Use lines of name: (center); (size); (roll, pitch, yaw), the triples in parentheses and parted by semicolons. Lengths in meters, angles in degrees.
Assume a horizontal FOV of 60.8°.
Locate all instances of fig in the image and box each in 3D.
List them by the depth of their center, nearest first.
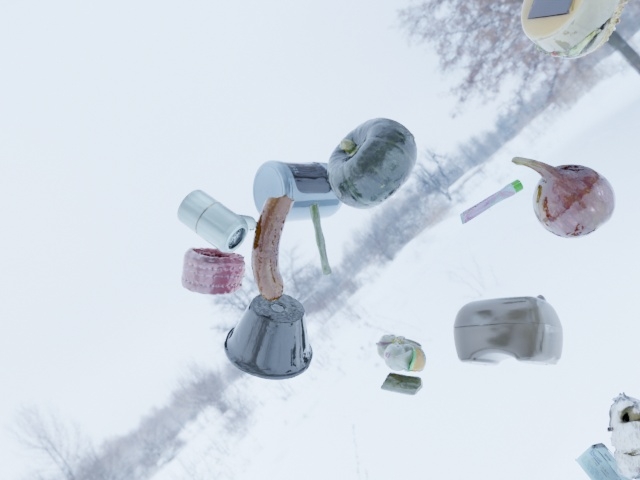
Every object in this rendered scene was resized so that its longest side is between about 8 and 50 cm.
fig: (0.535, -0.106, 1.198); (0.175, 0.207, 0.175); (-34, 26, 19)

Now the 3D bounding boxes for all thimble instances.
thimble: (-0.342, 0.093, 1.712); (0.190, 0.163, 0.124); (5, -79, -37)

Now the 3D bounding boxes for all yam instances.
yam: (0.280, 0.492, 1.869); (0.147, 0.069, 0.070); (4, 16, 24)

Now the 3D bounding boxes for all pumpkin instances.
pumpkin: (0.150, -0.243, 1.673); (0.300, 0.207, 0.300); (-38, 27, 23)

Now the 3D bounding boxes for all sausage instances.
sausage: (-0.134, 0.019, 1.468); (0.103, 0.301, 0.076); (3, 12, -26)

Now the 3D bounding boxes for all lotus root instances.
lotus root: (0.646, 0.388, 1.085); (0.078, 0.166, 0.329); (-8, -21, 13)

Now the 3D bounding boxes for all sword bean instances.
sword bean: (0.000, 0.001, 1.898); (0.038, 0.269, 0.043); (-3, 18, 25)

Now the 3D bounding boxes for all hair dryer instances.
hair dryer: (-0.239, -0.049, 1.566); (0.107, 0.173, 0.357); (-58, -17, 11)

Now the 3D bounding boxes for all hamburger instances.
hamburger: (0.687, -0.643, 1.472); (0.171, 0.301, 0.302); (9, -30, -22)

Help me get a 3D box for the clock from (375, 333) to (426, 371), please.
clock: (0.267, 0.382, 1.855); (0.231, 0.144, 0.103); (-153, 81, -79)

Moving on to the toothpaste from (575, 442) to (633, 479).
toothpaste: (0.855, 0.722, 1.518); (0.071, 0.312, 0.089); (6, -55, -33)

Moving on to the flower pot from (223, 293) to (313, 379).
flower pot: (-0.137, 0.256, 1.577); (0.269, 0.269, 0.166); (-31, -41, -61)

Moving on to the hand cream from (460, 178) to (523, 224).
hand cream: (0.687, -0.155, 2.202); (0.275, 0.079, 0.050); (-31, 29, 3)

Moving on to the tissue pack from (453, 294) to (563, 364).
tissue pack: (0.730, 0.351, 2.147); (0.268, 0.276, 0.387); (14, -20, -42)

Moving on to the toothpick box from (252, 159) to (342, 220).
toothpick box: (-0.065, -0.186, 2.139); (0.355, 0.262, 0.263); (-6, -27, -39)
